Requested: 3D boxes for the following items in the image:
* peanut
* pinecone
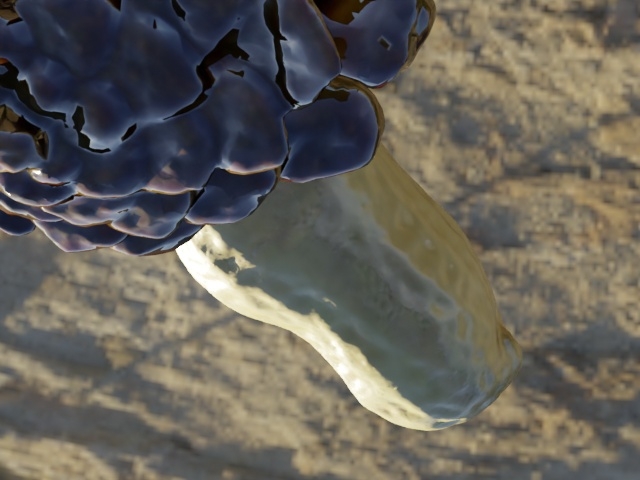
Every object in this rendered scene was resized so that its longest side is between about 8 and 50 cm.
[{"bbox_3d":[0.000,0.000,0.968,0.147,0.147,0.319,-22,120,40],"label":"peanut"},{"bbox_3d":[-0.069,-0.095,0.525,0.229,0.202,0.201,-9,-171,36],"label":"pinecone"}]
